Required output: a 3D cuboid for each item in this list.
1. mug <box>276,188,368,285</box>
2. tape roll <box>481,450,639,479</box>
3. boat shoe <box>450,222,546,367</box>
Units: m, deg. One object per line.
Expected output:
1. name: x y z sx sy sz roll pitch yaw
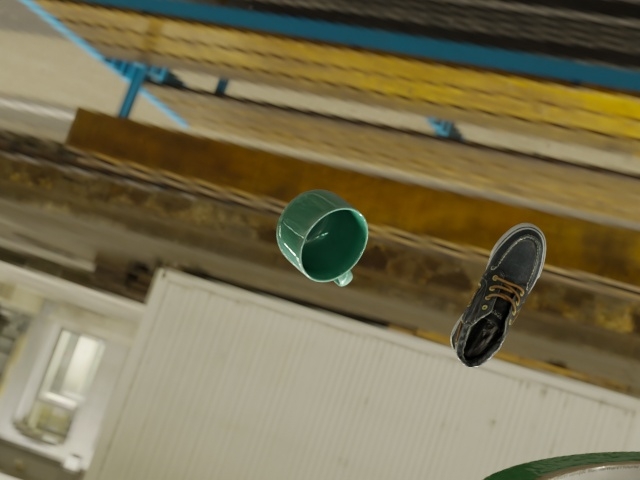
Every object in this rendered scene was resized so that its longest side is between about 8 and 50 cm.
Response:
1. mug: -0.006 -0.003 1.824 0.129 0.158 0.097 -8 -148 -34
2. tape roll: 0.274 0.234 0.888 0.321 0.077 0.321 -2 -176 0
3. boat shoe: 0.216 0.068 1.372 0.065 0.183 0.083 27 -172 -2
